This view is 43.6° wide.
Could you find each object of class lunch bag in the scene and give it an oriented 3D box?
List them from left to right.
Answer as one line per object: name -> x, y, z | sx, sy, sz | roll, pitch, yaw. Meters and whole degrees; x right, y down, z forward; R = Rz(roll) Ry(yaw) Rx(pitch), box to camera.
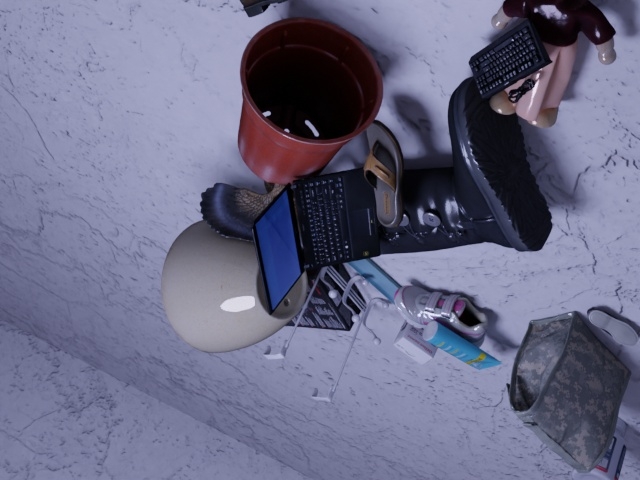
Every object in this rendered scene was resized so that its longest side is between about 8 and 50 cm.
lunch bag -> 0.552, 0.352, 1.820 | 0.235, 0.287, 0.169 | 44, 144, -17

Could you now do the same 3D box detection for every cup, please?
cup -> -0.171, 0.103, 1.881 | 0.237, 0.331, 0.331 | -5, 131, 44

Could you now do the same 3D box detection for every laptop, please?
laptop -> 0.000, 0.000, 1.628 | 0.265, 0.136, 0.234 | -11, 127, -4

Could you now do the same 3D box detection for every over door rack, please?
over door rack -> 0.037, 0.224, 2.007 | 0.108, 0.324, 0.239 | 10, 149, 47

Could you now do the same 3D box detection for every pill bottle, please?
pill bottle -> 0.709, 0.534, 2.015 | 0.108, 0.180, 0.108 | 22, 145, 16

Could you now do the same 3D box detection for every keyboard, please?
keyboard -> 0.310, -0.281, 1.315 | 0.108, 0.023, 0.180 | 63, 159, -2

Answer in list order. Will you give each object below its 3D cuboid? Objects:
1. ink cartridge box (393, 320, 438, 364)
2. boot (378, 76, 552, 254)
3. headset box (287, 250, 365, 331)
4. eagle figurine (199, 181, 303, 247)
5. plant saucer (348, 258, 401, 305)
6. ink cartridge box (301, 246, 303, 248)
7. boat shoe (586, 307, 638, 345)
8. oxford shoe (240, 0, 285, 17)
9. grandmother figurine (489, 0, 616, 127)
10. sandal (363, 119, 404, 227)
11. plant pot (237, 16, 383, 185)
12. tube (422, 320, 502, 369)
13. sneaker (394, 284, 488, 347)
ink cartridge box -> 0.260, 0.233, 2.037 | 0.099, 0.135, 0.056 | 35, 145, -4
boot -> 0.209, -0.134, 1.639 | 0.445, 0.146, 0.366 | 2, 123, 52
headset box -> -0.058, 0.131, 2.187 | 0.293, 0.110, 0.218 | -1, 133, 39
eagle figurine -> -0.097, -0.089, 1.824 | 0.226, 0.225, 0.298 | 31, 155, -35
plant saucer -> 0.151, 0.099, 2.062 | 0.192, 0.018, 0.067 | 41, 145, -13
ink cartridge box -> -0.156, -0.033, 2.079 | 0.209, 0.086, 0.153 | 14, 143, 24
boat shoe -> 0.643, 0.189, 1.764 | 0.125, 0.038, 0.046 | 28, 104, -3
oxford shoe -> -0.083, -0.486, 1.461 | 0.227, 0.082, 0.096 | -10, 124, 44
grandmother figurine -> 0.372, -0.332, 1.277 | 0.208, 0.104, 0.342 | 16, 145, 13
sandal -> 0.117, -0.127, 1.577 | 0.090, 0.060, 0.219 | 23, 123, 51
plant pot -> -0.046, -0.252, 1.589 | 0.272, 0.272, 0.265 | 33, 154, -1
tube -> 0.341, 0.263, 1.944 | 0.207, 0.052, 0.080 | 31, 151, -23
sneaker -> 0.305, 0.169, 1.965 | 0.252, 0.102, 0.111 | 23, 144, -1
